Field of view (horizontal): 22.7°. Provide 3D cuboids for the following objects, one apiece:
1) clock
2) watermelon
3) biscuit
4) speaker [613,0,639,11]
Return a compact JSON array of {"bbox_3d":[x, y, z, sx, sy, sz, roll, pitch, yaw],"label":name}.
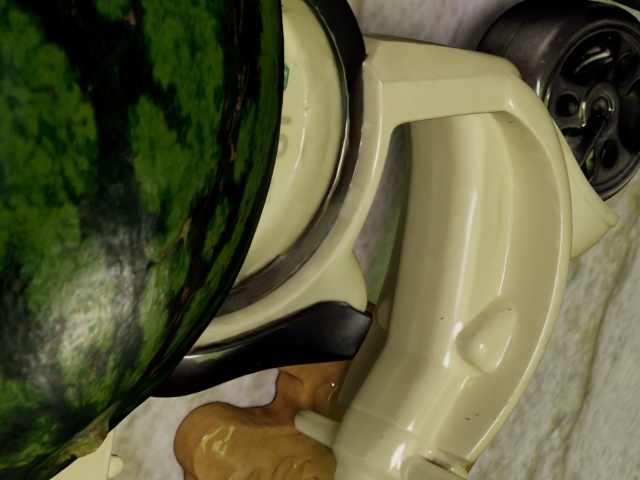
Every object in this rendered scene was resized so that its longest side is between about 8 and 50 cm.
[{"bbox_3d":[0.000,0.000,0.719,0.379,0.120,0.277,8,97,-39],"label":"clock"},{"bbox_3d":[-0.148,-0.051,0.436,0.285,0.285,0.285,-24,129,-33],"label":"watermelon"},{"bbox_3d":[0.021,0.098,0.882,0.236,0.040,0.144,20,105,-47],"label":"biscuit"},{"bbox_3d":[0.146,-0.206,0.721,0.231,0.153,0.193,20,99,-49],"label":"speaker"}]
